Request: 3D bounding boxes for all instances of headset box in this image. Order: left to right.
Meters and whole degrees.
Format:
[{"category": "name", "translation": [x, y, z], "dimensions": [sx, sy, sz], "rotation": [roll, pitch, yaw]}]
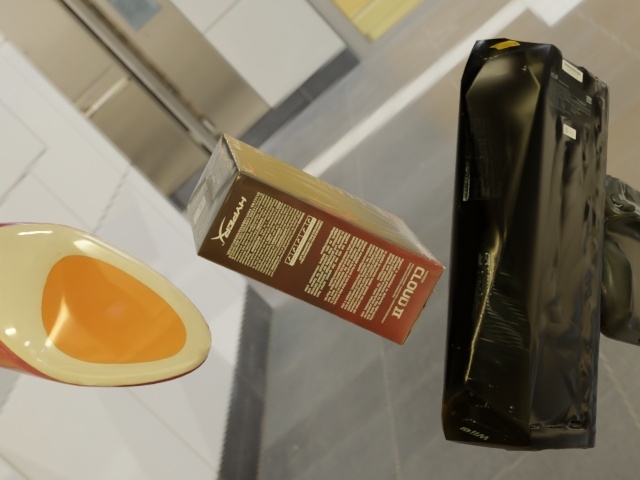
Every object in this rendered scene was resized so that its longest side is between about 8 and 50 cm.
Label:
[{"category": "headset box", "translation": [0.000, 0.000, 1.365], "dimensions": [0.110, 0.293, 0.218], "rotation": [-62, 15, 10]}]

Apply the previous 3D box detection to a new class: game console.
[{"category": "game console", "translation": [0.174, 0.023, 0.715], "dimensions": [0.044, 0.361, 0.213], "rotation": [0, 81, 34]}]

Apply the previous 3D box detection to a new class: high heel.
[{"category": "high heel", "translation": [-0.186, 0.037, 0.625], "dimensions": [0.117, 0.244, 0.082], "rotation": [145, 132, -65]}]
